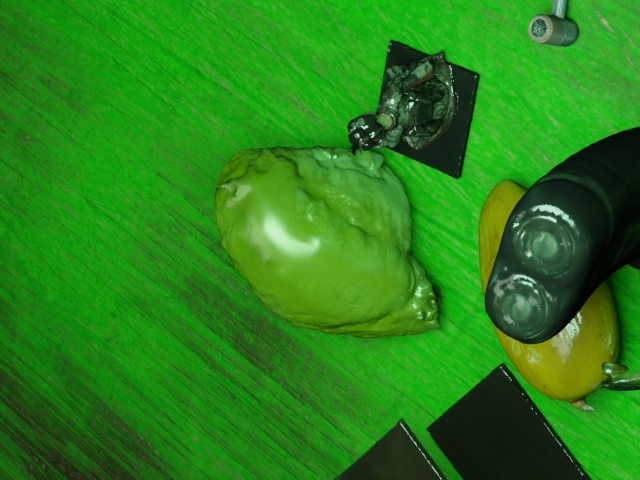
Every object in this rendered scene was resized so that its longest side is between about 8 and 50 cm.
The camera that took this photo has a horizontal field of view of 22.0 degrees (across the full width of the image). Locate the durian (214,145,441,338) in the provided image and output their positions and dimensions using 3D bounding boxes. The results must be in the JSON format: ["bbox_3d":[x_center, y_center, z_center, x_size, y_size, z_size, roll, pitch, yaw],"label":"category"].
[{"bbox_3d":[0.000,0.000,2.251,0.204,0.340,0.255,163,110,-63],"label":"durian"}]

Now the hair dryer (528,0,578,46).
[{"bbox_3d":[0.291,-0.297,2.019,0.037,0.063,0.114,14,99,39],"label":"hair dryer"}]

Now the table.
[{"bbox_3d":[0.205,0.357,2.188,0.282,0.251,0.196,53,132,13],"label":"table"}]

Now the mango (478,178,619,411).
[{"bbox_3d":[0.288,0.071,2.106,0.176,0.119,0.316,-37,74,51],"label":"mango"}]

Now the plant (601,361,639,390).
[{"bbox_3d":[0.479,0.128,1.827,0.251,0.333,0.180,-1,119,29],"label":"plant"}]

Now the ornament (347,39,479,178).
[{"bbox_3d":[0.085,-0.162,2.150,0.153,0.196,0.166,25,119,32],"label":"ornament"}]

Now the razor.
[{"bbox_3d":[0.312,-0.016,1.896,0.113,0.349,0.204,30,124,23],"label":"razor"}]
